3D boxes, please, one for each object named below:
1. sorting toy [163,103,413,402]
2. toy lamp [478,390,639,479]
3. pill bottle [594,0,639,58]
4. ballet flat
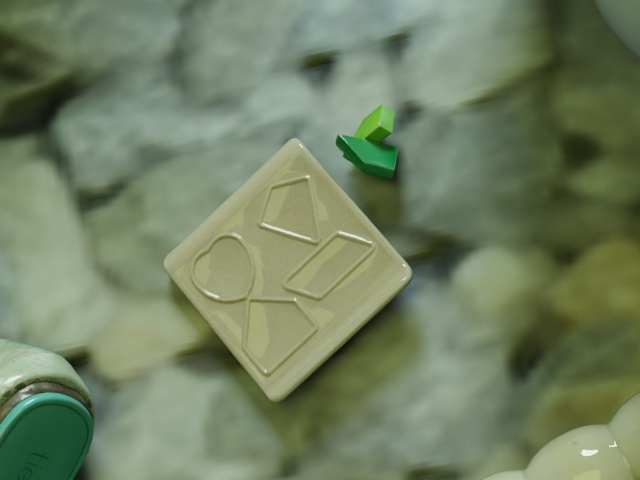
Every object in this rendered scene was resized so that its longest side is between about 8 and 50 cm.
[{"bbox_3d":[0.000,0.000,0.563,0.083,0.012,0.062,-43,66,7],"label":"sorting toy"},{"bbox_3d":[0.041,0.078,0.502,0.275,0.080,0.080,-28,73,8],"label":"toy lamp"},{"bbox_3d":[0.182,-0.095,0.440,0.334,0.188,0.188,26,87,20],"label":"pill bottle"},{"bbox_3d":[-0.123,0.105,0.563,0.052,0.057,0.168,28,83,47],"label":"ballet flat"}]
